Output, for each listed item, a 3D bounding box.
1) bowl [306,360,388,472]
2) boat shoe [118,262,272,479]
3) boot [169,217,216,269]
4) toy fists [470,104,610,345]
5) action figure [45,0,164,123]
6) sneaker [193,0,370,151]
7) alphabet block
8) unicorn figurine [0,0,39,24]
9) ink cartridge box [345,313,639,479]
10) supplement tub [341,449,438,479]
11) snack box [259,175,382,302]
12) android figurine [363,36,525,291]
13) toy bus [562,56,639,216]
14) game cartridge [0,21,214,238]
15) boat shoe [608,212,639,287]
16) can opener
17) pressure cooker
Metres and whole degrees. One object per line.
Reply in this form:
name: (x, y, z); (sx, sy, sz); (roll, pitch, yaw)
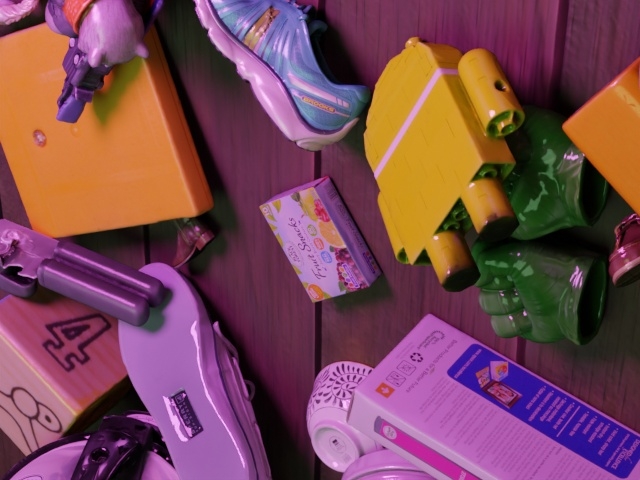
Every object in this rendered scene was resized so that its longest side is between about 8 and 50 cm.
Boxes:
bowl: (0.039, 0.249, 1.766); (0.170, 0.080, 0.170); (21, 129, 28)
boat shoe: (-0.150, 0.203, 1.843); (0.136, 0.156, 0.367); (-33, 65, 13)
boot: (-0.197, -0.027, 1.804); (0.114, 0.037, 0.106); (51, 134, 2)
toy fists: (0.222, -0.011, 1.440); (0.142, 0.096, 0.279); (17, 128, 33)
action figure: (-0.304, -0.298, 1.576); (0.330, 0.179, 0.341); (53, 127, 32)
sneaker: (-0.049, -0.230, 1.528); (0.110, 0.107, 0.275); (-40, 85, 16)
alphabet block: (-0.383, 0.173, 1.969); (0.197, 0.193, 0.192); (46, 137, 4)
unicorn figurine: (-0.427, -0.299, 1.766); (0.111, 0.162, 0.060); (27, 143, 59)
ink cartridge box: (0.228, 0.230, 1.535); (0.371, 0.176, 0.069); (28, 132, 21)
supplement tub: (0.093, 0.444, 1.634); (0.241, 0.331, 0.241); (9, 137, 8)
snack box: (0.000, 0.000, 1.663); (0.100, 0.037, 0.141); (-18, 105, 45)
android figurine: (0.121, -0.090, 1.408); (0.248, 0.056, 0.272); (-61, 38, 43)
toy bus: (0.388, -0.031, 1.269); (0.332, 0.130, 0.108); (48, 136, 2)
game cartridge: (-0.303, -0.151, 1.778); (0.324, 0.053, 0.285); (-7, 106, 39)
boat shoe: (0.311, 0.004, 1.329); (0.064, 0.178, 0.060); (-33, 81, 24)
can opener: (-0.345, 0.052, 1.847); (0.283, 0.076, 0.095); (22, 140, 16)
pressure cooker: (-0.283, 0.460, 1.879); (0.370, 0.376, 0.420); (59, 174, 29)
